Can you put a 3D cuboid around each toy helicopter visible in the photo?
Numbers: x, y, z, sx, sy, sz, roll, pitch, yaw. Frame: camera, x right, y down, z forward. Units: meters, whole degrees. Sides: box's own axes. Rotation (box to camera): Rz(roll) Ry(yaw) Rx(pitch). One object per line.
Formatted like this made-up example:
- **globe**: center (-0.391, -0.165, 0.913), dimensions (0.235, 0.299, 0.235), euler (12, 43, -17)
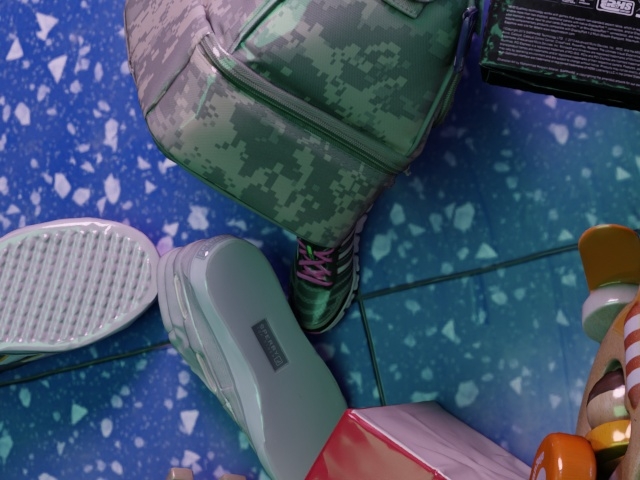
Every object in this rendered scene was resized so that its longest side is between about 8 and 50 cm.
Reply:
- **toy helicopter**: center (0.249, 0.053, 1.340), dimensions (0.140, 0.235, 0.355), euler (11, 115, -5)

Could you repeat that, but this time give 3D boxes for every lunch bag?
- **lunch bag**: center (-0.003, -0.181, 1.448), dimensions (0.212, 0.305, 0.256), euler (28, 113, -22)

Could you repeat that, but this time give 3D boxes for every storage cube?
- **storage cube**: center (0.081, 0.260, 1.481), dimensions (0.183, 0.215, 0.193), euler (34, 101, 23)

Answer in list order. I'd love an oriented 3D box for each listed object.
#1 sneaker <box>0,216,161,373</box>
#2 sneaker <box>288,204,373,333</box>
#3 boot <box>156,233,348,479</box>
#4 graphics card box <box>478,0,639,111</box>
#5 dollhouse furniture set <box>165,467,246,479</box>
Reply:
- **sneaker**: center (-0.298, 0.062, 1.733), dimensions (0.321, 0.127, 0.126), euler (-18, 90, 3)
- **sneaker**: center (0.000, 0.000, 1.586), dimensions (0.063, 0.075, 0.170), euler (22, 102, 26)
- **boot**: center (-0.061, 0.115, 1.629), dimensions (0.123, 0.095, 0.258), euler (-6, 107, 61)
- **graphics card box**: center (0.264, -0.278, 1.353), dimensions (0.232, 0.094, 0.371), euler (11, 86, 7)
- **dollhouse furniture set**: center (-0.156, 0.380, 1.542), dimensions (0.152, 0.201, 0.374), euler (-53, 37, 39)
